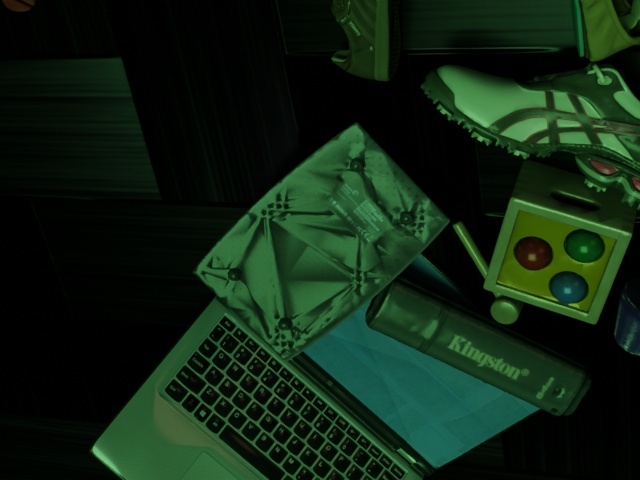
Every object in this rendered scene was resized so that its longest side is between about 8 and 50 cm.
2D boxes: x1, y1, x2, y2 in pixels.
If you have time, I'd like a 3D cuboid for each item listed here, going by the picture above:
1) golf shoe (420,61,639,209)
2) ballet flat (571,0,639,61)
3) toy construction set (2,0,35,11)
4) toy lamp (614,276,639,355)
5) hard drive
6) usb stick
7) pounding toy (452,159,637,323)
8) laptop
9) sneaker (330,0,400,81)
[{"bbox_3d":[0.238,-0.134,1.127,0.273,0.105,0.120,22,112,1],"label":"golf shoe"},{"bbox_3d":[0.249,-0.242,1.002,0.073,0.080,0.232,-10,156,16],"label":"ballet flat"},{"bbox_3d":[-0.313,-0.344,1.068,0.237,0.309,0.257,-24,121,29],"label":"toy construction set"},{"bbox_3d":[0.378,0.010,1.172,0.080,0.080,0.274,22,130,6],"label":"toy lamp"},{"bbox_3d":[0.000,0.000,1.281,0.255,0.054,0.172,-42,103,14],"label":"hard drive"},{"bbox_3d":[0.184,0.123,1.325,0.278,0.045,0.077,26,102,-7],"label":"usb stick"},{"bbox_3d":[0.224,0.026,1.235,0.181,0.094,0.206,18,128,9],"label":"pounding toy"},{"bbox_3d":[0.007,0.220,1.383,0.382,0.408,0.236,42,162,-10],"label":"laptop"},{"bbox_3d":[0.042,-0.245,1.129,0.071,0.066,0.188,11,127,16],"label":"sneaker"}]
